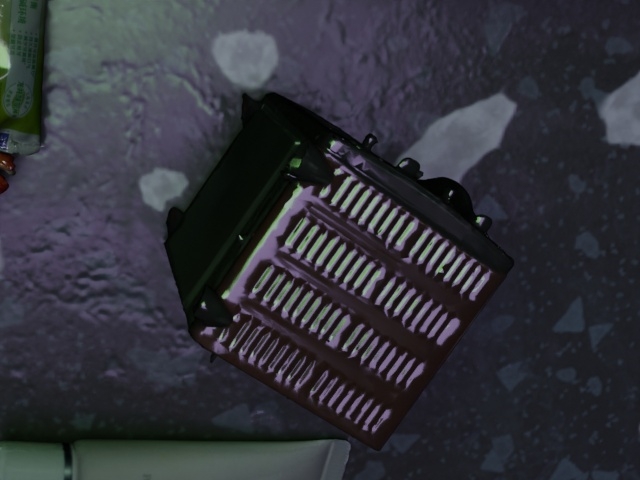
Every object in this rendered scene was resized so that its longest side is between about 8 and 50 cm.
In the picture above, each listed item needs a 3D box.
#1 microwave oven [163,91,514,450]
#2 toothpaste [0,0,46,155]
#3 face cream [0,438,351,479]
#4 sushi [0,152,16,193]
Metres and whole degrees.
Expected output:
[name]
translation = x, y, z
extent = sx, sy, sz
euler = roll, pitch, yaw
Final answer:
[microwave oven]
translation = 0.001, 0.002, 0.774
extent = 0.178, 0.247, 0.188
euler = 31, 98, -19
[toothpaste]
translation = -0.234, -0.188, 0.770
extent = 0.078, 0.047, 0.247
euler = -3, 101, -54
[face cream]
translation = -0.129, 0.227, 0.889
extent = 0.315, 0.089, 0.143
euler = 11, 100, -21
[sushi]
translation = -0.384, 0.013, 0.770
extent = 0.332, 0.130, 0.124
euler = -36, 112, 5
